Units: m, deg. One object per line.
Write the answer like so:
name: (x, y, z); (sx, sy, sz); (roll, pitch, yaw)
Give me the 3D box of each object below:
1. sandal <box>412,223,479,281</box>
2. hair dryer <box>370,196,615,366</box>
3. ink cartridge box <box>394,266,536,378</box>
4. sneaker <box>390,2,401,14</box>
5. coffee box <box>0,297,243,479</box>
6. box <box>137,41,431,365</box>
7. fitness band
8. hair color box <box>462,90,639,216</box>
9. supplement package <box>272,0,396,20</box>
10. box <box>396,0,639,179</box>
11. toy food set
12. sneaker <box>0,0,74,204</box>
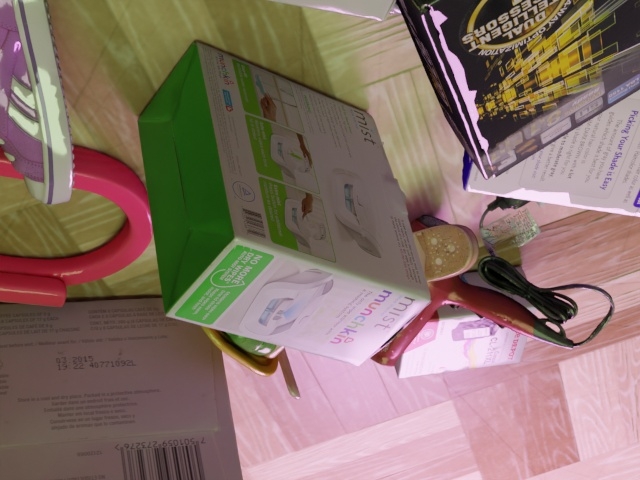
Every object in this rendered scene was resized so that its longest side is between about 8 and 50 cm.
sandal: (0.062, 0.038, 1.330); (0.240, 0.088, 0.079); (-23, 169, 32)
hair dryer: (0.177, 0.067, 1.374); (0.293, 0.223, 0.080); (-27, 178, 18)
ink cartridge box: (0.184, 0.108, 1.516); (0.175, 0.072, 0.127); (-6, 139, -10)
sneaker: (0.165, -0.265, 1.033); (0.268, 0.101, 0.153); (4, 151, -17)
coffee box: (-0.289, 0.304, 1.385); (0.337, 0.338, 0.334); (-1, 139, -16)
box: (-0.039, -0.036, 1.131); (0.231, 0.262, 0.127); (18, 131, -35)
fitness band: (-0.322, -0.022, 1.226); (0.291, 0.054, 0.209); (9, 132, -27)
hair color box: (0.332, -0.124, 1.197); (0.339, 0.110, 0.185); (10, 137, 1)
supplement package: (-0.067, -0.306, 0.874); (0.293, 0.177, 0.175); (6, 136, -22)
box: (0.258, -0.239, 0.936); (0.395, 0.097, 0.318); (-31, 157, 3)
toy food set: (-0.069, 0.089, 1.370); (0.071, 0.128, 0.218); (-31, 139, 17)
sneaker: (-0.314, -0.145, 1.043); (0.161, 0.102, 0.282); (-12, 129, -11)
